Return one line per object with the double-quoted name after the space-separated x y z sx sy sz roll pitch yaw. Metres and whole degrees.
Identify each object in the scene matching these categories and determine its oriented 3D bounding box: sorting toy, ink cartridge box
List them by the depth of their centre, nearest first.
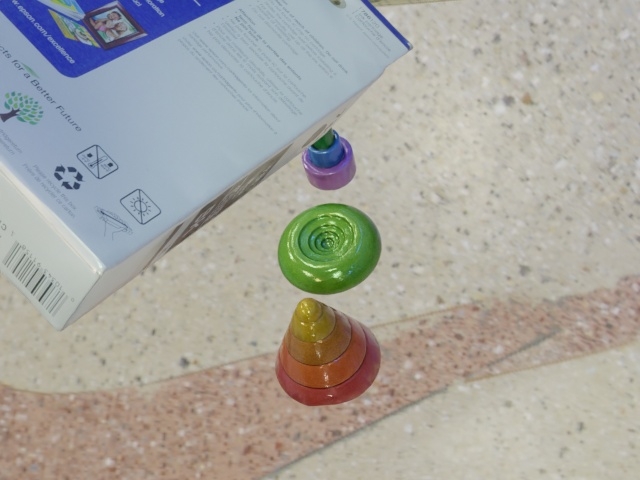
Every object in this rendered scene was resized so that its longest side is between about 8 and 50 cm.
-0.086 -0.098 0.624 0.165 0.333 0.065 46 131 3 "ink cartridge box"
0.000 0.000 1.247 0.127 0.126 0.365 -5 55 10 "sorting toy"

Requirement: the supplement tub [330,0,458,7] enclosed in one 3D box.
0.073 -0.297 0.819 0.325 0.235 0.235 -1 76 15 "supplement tub"
